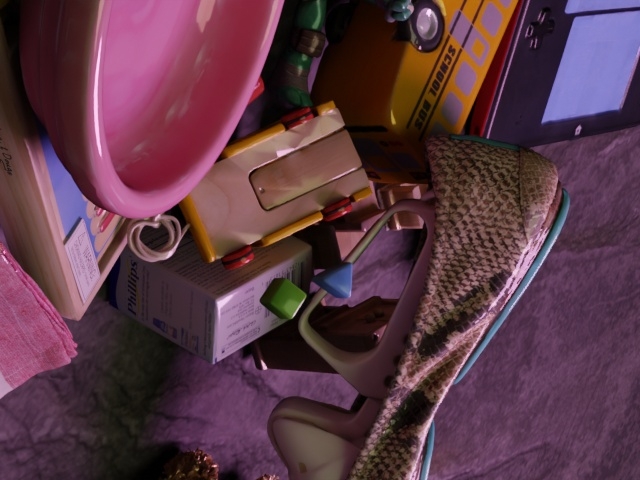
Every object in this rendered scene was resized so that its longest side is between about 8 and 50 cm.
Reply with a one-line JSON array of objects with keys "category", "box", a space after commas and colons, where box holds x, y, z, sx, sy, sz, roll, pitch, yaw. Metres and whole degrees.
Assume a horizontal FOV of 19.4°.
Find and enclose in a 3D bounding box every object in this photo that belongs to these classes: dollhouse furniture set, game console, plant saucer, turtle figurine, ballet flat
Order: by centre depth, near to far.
[{"category": "plant saucer", "box": [-0.115, -0.183, 1.319, 0.332, 0.084, 0.332, 17, 90, -74]}, {"category": "turtle figurine", "box": [0.000, -0.240, 1.635, 0.234, 0.175, 0.118, -59, -171, 13]}, {"category": "ballet flat", "box": [0.057, 0.121, 1.689, 0.164, 0.182, 0.482, -95, -155, -72]}, {"category": "dollhouse furniture set", "box": [0.000, 0.000, 1.826, 0.212, 0.161, 0.242, -26, 108, -42]}, {"category": "game console", "box": [0.325, -0.270, 2.111, 0.386, 0.060, 0.342, -12, 120, -49]}]

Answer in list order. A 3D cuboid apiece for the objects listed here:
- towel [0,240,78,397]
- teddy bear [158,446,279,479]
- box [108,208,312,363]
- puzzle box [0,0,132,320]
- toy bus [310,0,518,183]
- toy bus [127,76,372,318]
[{"category": "towel", "box": [-0.338, 0.135, 1.373, 0.329, 0.037, 0.237, -38, 160, -7]}, {"category": "teddy bear", "box": [-0.147, 0.324, 1.831, 0.338, 0.113, 0.245, -25, 129, -49]}, {"category": "box", "box": [-0.100, 0.031, 1.672, 0.126, 0.137, 0.072, -29, 134, -41]}, {"category": "puzzle box", "box": [-0.171, -0.160, 1.404, 0.409, 0.052, 0.272, 84, 28, -54]}, {"category": "toy bus", "box": [0.106, -0.225, 1.734, 0.130, 0.108, 0.332, 42, 63, -38]}, {"category": "toy bus", "box": [-0.061, -0.041, 1.602, 0.202, 0.104, 0.191, 23, 79, -19]}]
